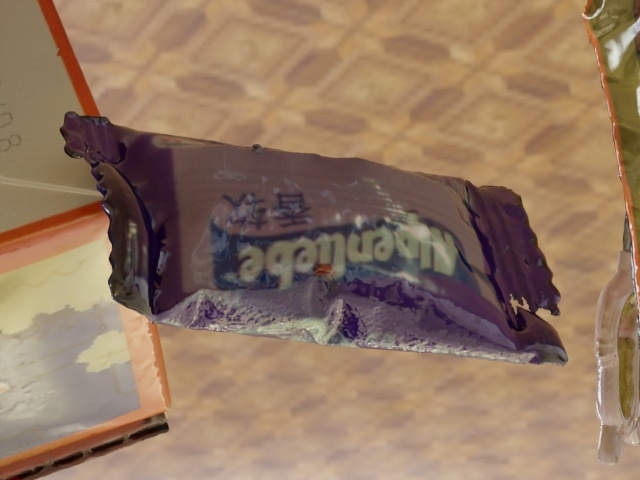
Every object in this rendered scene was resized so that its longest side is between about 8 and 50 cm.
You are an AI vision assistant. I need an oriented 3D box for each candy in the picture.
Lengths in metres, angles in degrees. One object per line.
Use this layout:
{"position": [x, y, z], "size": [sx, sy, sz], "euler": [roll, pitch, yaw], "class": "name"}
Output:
{"position": [0.000, 0.000, 0.958], "size": [0.275, 0.145, 0.070], "euler": [9, 133, -21], "class": "candy"}

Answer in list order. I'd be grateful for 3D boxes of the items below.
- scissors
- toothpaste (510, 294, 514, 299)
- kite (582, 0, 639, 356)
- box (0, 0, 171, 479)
{"position": [0.238, 0.008, 1.383], "size": [0.024, 0.317, 0.160], "euler": [5, -174, 23], "class": "scissors"}
{"position": [0.054, 0.008, 1.535], "size": [0.268, 0.047, 0.069], "euler": [20, 141, -17], "class": "toothpaste"}
{"position": [0.237, -0.029, 0.723], "size": [0.013, 0.327, 0.377], "euler": [-27, 154, -41], "class": "kite"}
{"position": [-0.300, -0.031, 1.127], "size": [0.318, 0.349, 0.257], "euler": [-19, 148, -13], "class": "box"}
